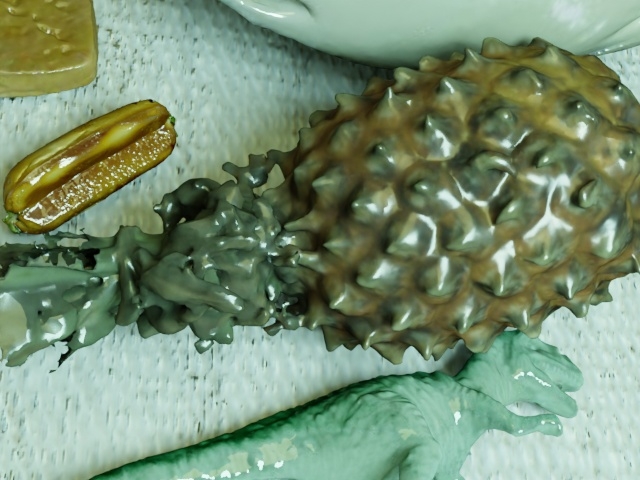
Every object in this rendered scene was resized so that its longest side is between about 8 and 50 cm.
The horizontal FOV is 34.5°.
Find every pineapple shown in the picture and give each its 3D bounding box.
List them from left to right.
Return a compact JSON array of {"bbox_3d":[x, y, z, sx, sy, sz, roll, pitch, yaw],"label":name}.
[{"bbox_3d":[0.000,0.000,0.556,0.361,0.175,0.175,-16,69,-4],"label":"pineapple"}]

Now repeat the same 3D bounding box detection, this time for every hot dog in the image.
[{"bbox_3d":[-0.134,-0.046,0.602,0.122,0.049,0.037,-34,39,-28],"label":"hot dog"}]

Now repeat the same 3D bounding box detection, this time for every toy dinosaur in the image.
[{"bbox_3d":[-0.004,0.133,0.515,0.383,0.076,0.129,-13,36,-23],"label":"toy dinosaur"}]

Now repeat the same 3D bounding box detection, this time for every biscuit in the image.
[{"bbox_3d":[-0.229,-0.165,0.645,0.220,0.029,0.142,39,63,7],"label":"biscuit"}]

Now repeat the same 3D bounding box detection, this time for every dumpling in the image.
[{"bbox_3d":[0.075,-0.218,0.657,0.341,0.181,0.260,-15,42,5],"label":"dumpling"}]
